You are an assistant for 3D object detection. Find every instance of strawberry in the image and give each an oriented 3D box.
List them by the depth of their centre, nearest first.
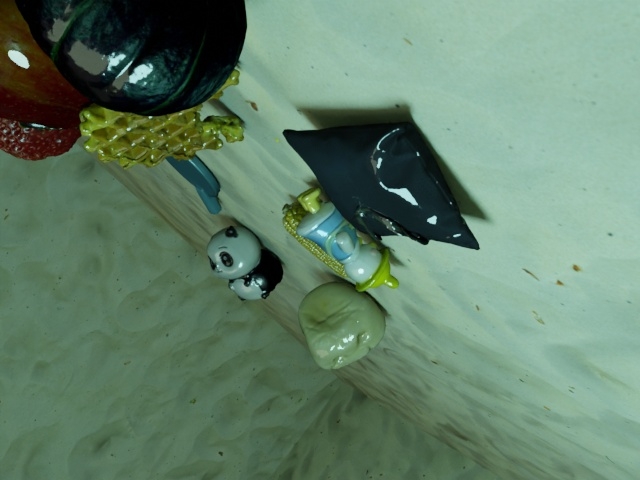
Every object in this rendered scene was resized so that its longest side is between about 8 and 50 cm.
[{"bbox_3d":[-0.768,-0.347,1.745,0.310,0.291,0.291,34,165,30],"label":"strawberry"}]

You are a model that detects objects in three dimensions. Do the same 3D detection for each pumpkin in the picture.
[{"bbox_3d":[-0.163,-0.262,0.638,0.248,0.248,0.248,37,166,11],"label":"pumpkin"}]

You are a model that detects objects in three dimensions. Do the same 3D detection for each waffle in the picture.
[{"bbox_3d":[-0.249,-0.197,1.006,0.293,0.260,0.068,115,138,-73],"label":"waffle"}]

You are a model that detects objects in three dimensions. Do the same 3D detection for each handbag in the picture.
[{"bbox_3d":[0.075,-0.069,0.842,0.211,0.088,0.254,49,160,-28],"label":"handbag"}]

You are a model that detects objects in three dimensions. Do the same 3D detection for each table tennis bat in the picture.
[{"bbox_3d":[-0.345,-0.177,1.706,0.215,0.044,0.329,30,161,30],"label":"table tennis bat"}]

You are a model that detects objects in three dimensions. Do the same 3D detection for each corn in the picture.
[{"bbox_3d":[0.000,0.000,1.302,0.207,0.068,0.068,43,166,-12],"label":"corn"}]

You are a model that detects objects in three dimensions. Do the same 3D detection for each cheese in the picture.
[{"bbox_3d":[0.043,0.210,1.583,0.235,0.217,0.117,0,150,35],"label":"cheese"}]

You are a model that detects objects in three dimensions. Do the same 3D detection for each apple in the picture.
[{"bbox_3d":[-0.436,-0.320,0.965,0.288,0.288,0.317,29,-178,38],"label":"apple"}]

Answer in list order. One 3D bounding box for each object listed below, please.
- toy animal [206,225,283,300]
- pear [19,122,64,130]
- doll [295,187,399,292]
[{"bbox_3d":[-0.239,0.063,1.928,0.187,0.165,0.235,-12,132,45],"label":"toy animal"},{"bbox_3d":[-0.543,-0.356,1.401,0.255,0.239,0.163,-124,37,-52],"label":"pear"},{"bbox_3d":[0.045,0.008,1.148,0.241,0.098,0.135,41,144,-14],"label":"doll"}]
